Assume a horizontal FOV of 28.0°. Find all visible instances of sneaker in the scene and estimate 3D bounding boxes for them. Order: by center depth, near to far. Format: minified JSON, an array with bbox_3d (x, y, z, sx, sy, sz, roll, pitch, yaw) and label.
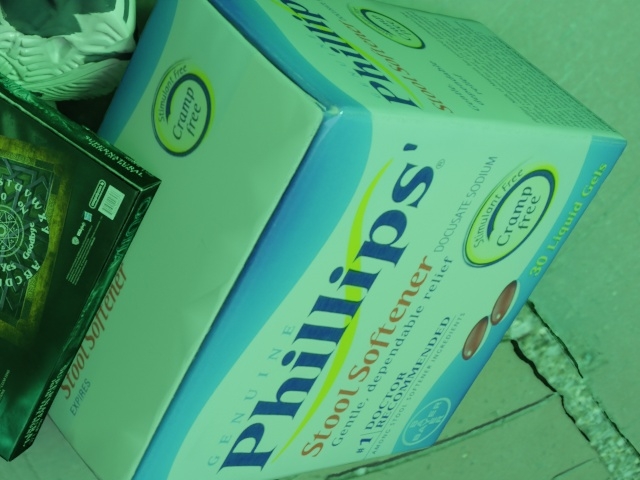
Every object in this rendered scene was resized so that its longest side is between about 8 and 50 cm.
[{"bbox_3d":[-0.145,-0.180,0.693,0.094,0.153,0.235,0,161,-5],"label":"sneaker"}]

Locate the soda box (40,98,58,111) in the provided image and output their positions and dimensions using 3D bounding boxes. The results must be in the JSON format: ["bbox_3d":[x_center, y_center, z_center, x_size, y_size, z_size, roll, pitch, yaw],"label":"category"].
[{"bbox_3d":[-0.291,-0.020,0.745,0.286,0.091,0.098,-5,127,-17],"label":"soda box"}]

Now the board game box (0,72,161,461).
[{"bbox_3d":[-0.176,0.012,0.687,0.126,0.026,0.186,34,114,9],"label":"board game box"}]

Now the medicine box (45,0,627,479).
[{"bbox_3d":[0.000,0.000,0.774,0.289,0.149,0.263,-2,128,-49],"label":"medicine box"}]
